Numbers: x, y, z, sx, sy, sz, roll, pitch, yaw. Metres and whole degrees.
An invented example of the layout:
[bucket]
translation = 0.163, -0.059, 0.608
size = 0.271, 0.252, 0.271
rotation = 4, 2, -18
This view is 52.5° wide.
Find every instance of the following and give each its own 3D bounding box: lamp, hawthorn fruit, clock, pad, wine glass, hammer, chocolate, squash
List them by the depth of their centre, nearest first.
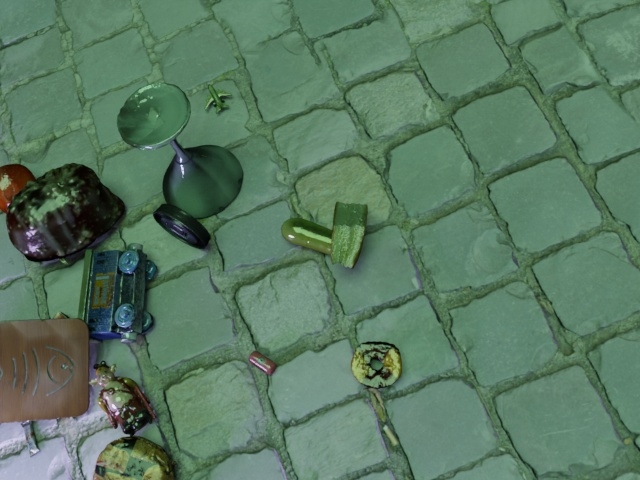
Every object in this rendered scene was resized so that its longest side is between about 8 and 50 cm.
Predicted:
[pad]
translation = -0.785, 0.358, 1.789
size = 0.284, 0.018, 0.286
rotation = 0, 96, -19
[lamp]
translation = -0.568, 0.425, 1.818
size = 0.118, 0.118, 0.253
rotation = -37, 69, -5
[hammer]
translation = -0.163, 0.342, 1.818
size = 0.083, 0.043, 0.043
rotation = 31, 78, 20
[wine glass]
translation = -0.408, -0.263, 1.890
size = 0.267, 0.406, 0.267
rotation = -4, 67, 9
[squash]
translation = 0.000, 0.000, 1.900
size = 0.250, 0.083, 0.083
rotation = 22, 75, 13
[clock]
translation = -0.409, -0.042, 1.926
size = 0.185, 0.184, 0.040
rotation = 24, 69, 17
[chocolate]
translation = -0.790, -0.101, 1.961
size = 0.340, 0.210, 0.225
rotation = -32, 58, -14
[hawthorn fruit]
translation = -0.962, -0.106, 2.067
size = 0.165, 0.165, 0.285
rotation = -26, 78, -1

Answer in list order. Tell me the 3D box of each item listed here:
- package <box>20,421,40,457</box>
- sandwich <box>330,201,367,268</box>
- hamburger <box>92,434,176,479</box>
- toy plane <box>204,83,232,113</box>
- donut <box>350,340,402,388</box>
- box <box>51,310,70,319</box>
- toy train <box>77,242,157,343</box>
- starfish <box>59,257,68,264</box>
[package]
translation = -0.830, 0.565, 1.860
size = 0.037, 0.015, 0.110
rotation = -30, 67, 3
[sandwich]
translation = 0.081, -0.042, 1.842
size = 0.094, 0.096, 0.258
rotation = 7, 45, 1
[hamburger]
translation = -0.501, 0.638, 1.735
size = 0.231, 0.107, 0.230
rotation = 0, 68, 1
[toy plane]
translation = -0.345, -0.472, 2.148
size = 0.102, 0.040, 0.111
rotation = -28, 67, -3
[donut]
translation = 0.154, 0.337, 1.759
size = 0.141, 0.059, 0.140
rotation = -3, 70, 7
[box]
translation = -0.787, 0.313, 1.927
size = 0.112, 0.048, 0.175
rotation = 32, 78, 19
[toy train]
translation = -0.600, 0.159, 1.918
size = 0.202, 0.131, 0.299
rotation = -7, 68, 15
[starfish]
translation = -0.796, -0.013, 2.049
size = 0.224, 0.050, 0.216
rotation = -18, 62, -10
